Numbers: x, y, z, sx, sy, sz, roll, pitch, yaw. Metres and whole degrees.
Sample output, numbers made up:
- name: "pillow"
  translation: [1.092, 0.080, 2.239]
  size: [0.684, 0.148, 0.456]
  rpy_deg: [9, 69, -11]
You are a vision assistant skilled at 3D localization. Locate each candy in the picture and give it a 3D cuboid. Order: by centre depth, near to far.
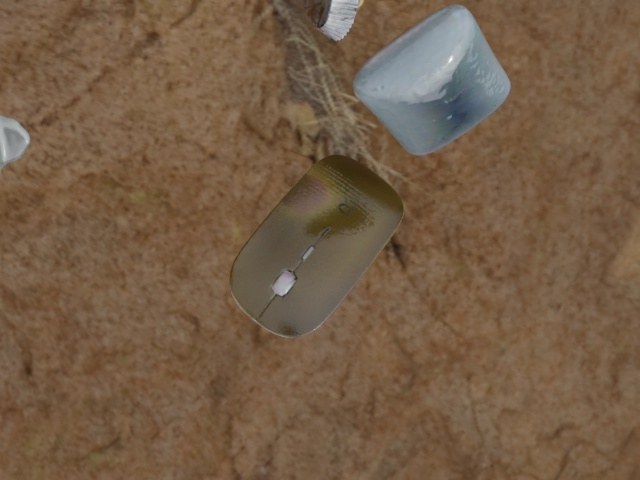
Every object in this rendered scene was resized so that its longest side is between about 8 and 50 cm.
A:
- name: "candy"
  translation: [0.119, -0.163, 1.061]
  size: [0.138, 0.071, 0.174]
  rpy_deg: [-35, 149, 11]

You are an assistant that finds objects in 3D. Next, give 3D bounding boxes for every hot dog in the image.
- name: "hot dog"
  translation: [0.009, -0.442, 1.679]
  size: [0.075, 0.267, 0.144]
  rpy_deg: [7, 136, -25]

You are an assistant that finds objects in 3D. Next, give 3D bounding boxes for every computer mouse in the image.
- name: "computer mouse"
  translation: [0.000, 0.000, 1.149]
  size: [0.126, 0.056, 0.245]
  rpy_deg: [38, 62, 4]

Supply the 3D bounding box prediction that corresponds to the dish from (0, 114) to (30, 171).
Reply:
- name: "dish"
  translation: [-0.395, -0.062, 0.935]
  size: [0.236, 0.086, 0.227]
  rpy_deg: [-22, 123, 5]
